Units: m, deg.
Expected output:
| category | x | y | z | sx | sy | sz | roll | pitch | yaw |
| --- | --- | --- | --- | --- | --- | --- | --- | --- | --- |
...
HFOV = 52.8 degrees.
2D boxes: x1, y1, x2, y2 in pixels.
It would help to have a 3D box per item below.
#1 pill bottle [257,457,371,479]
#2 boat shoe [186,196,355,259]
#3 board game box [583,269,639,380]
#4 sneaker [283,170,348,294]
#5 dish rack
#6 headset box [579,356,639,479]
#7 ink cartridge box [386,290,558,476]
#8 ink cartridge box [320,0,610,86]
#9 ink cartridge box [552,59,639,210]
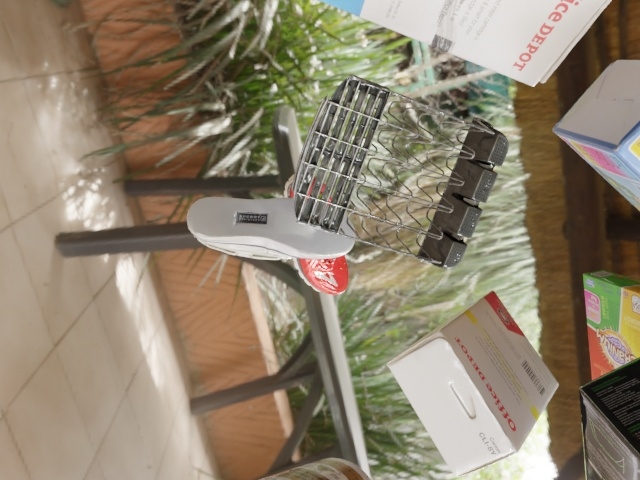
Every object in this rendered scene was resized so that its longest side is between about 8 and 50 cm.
| category | x | y | z | sx | sy | sz | roll | pitch | yaw |
| --- | --- | --- | --- | --- | --- | --- | --- | --- | --- |
| pill bottle | -0.033 | 0.329 | 0.725 | 0.229 | 0.131 | 0.131 | 13 | 61 | -58 |
| boat shoe | -0.078 | -0.009 | 1.039 | 0.088 | 0.267 | 0.096 | 92 | 0 | -68 |
| board game box | 0.756 | 0.251 | 1.593 | 0.242 | 0.064 | 0.317 | -141 | -139 | -77 |
| sneaker | 0.000 | 0.000 | 1.280 | 0.118 | 0.107 | 0.279 | 33 | -34 | 58 |
| dish rack | 0.097 | -0.082 | 0.808 | 0.208 | 0.271 | 0.074 | -70 | -156 | 11 |
| headset box | 0.513 | 0.288 | 0.903 | 0.131 | 0.246 | 0.283 | -119 | -173 | -55 |
| ink cartridge box | 0.352 | 0.303 | 1.447 | 0.384 | 0.160 | 0.279 | -15 | 70 | -57 |
| ink cartridge box | 0.212 | -0.427 | 0.927 | 0.285 | 0.394 | 0.166 | 117 | -5 | -67 |
| ink cartridge box | 0.547 | -0.068 | 0.899 | 0.395 | 0.151 | 0.270 | 38 | 14 | -7 |
